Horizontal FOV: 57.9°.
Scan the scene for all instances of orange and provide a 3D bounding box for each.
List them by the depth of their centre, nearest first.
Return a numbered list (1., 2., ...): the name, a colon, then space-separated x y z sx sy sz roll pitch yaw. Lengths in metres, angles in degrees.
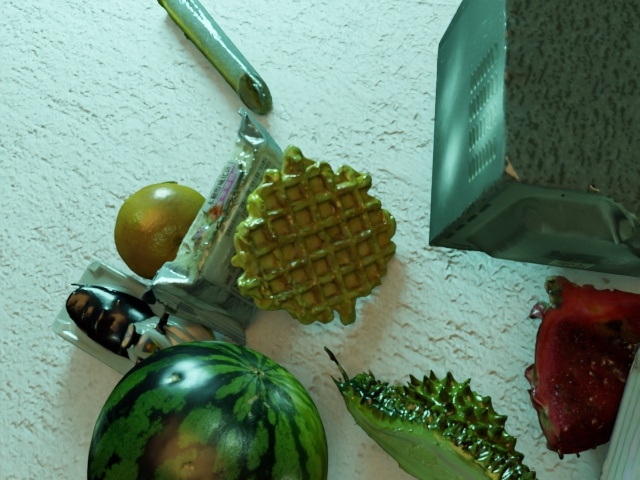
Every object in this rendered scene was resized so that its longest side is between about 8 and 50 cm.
1. orange: -0.235 -0.014 0.881 0.154 0.155 0.134 -54 31 -8

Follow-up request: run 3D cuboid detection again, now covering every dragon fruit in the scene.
1. dragon fruit: 0.349 0.146 0.737 0.262 0.134 0.211 -12 58 -10

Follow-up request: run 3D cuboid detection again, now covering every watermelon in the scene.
1. watermelon: -0.127 0.265 0.691 0.285 0.285 0.285 -3 72 10

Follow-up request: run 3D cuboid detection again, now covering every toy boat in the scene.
1. toy boat: -0.275 0.129 0.848 0.269 0.141 0.140 23 78 29

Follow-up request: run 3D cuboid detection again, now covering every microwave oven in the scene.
1. microwave oven: 0.375 -0.130 0.693 0.432 0.236 0.374 7 74 -5

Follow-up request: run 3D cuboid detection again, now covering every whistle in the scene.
1. whistle: -0.188 -0.345 1.014 0.057 0.068 0.326 -34 68 -11

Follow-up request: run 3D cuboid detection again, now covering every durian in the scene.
1. durian: 0.155 0.245 0.734 0.375 0.107 0.132 28 119 33

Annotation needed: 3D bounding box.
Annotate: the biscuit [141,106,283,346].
1. biscuit: -0.116 -0.019 0.843 0.079 0.186 0.309 13 74 45

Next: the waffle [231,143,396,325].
1. waffle: 0.000 0.000 0.813 0.238 0.059 0.243 28 79 -21

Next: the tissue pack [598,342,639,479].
1. tissue pack: 0.413 0.294 0.589 0.242 0.125 0.343 10 101 -2
